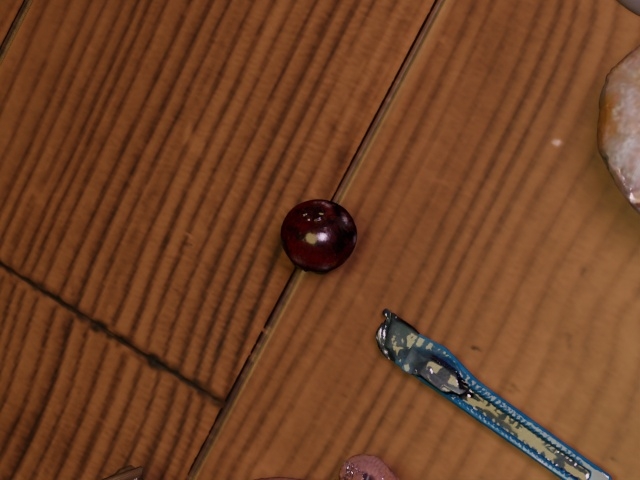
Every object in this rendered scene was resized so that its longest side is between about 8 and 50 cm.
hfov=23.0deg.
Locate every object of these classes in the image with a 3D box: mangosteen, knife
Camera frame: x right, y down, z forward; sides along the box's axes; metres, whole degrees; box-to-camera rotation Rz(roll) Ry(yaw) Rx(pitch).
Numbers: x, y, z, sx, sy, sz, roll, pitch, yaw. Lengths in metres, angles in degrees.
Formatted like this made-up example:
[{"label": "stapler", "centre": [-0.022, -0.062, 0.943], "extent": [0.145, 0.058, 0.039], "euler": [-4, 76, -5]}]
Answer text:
[{"label": "mangosteen", "centre": [0.000, -0.003, 1.633], "extent": [0.081, 0.081, 0.081], "euler": [-4, 81, 23]}, {"label": "knife", "centre": [0.166, 0.162, 1.558], "extent": [0.296, 0.026, 0.044], "euler": [34, 85, 25]}]

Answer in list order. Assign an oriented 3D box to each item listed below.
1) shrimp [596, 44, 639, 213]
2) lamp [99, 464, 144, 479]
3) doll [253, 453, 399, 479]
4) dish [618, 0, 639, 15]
[{"label": "shrimp", "centre": [0.447, -0.054, 1.405], "extent": [0.446, 0.110, 0.221], "euler": [30, 75, 25]}, {"label": "lamp", "centre": [-0.128, 0.342, 1.567], "extent": [0.325, 0.090, 0.089], "euler": [29, 123, 42]}, {"label": "doll", "centre": [0.023, 0.301, 1.529], "extent": [0.303, 0.156, 0.201], "euler": [9, 75, 28]}, {"label": "dish", "centre": [0.346, -0.328, 1.520], "extent": [0.236, 0.086, 0.228], "euler": [-30, 71, 16]}]
